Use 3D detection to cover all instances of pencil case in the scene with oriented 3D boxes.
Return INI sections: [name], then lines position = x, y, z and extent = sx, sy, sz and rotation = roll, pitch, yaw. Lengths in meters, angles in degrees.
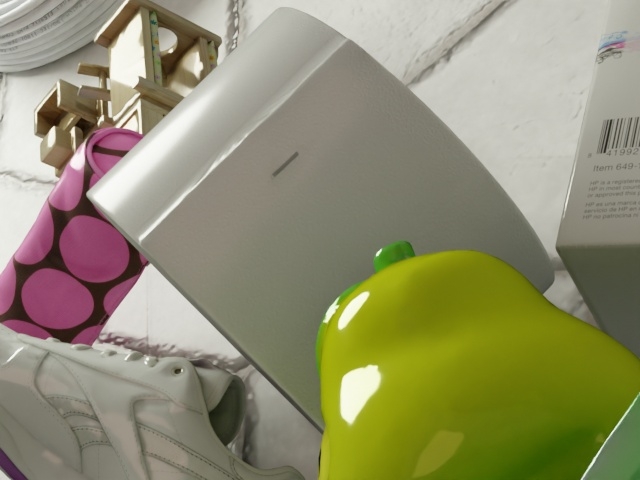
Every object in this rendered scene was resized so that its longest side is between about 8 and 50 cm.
[pencil case]
position = -0.174, 0.024, 1.063
extent = 0.209, 0.098, 0.095
rotation = -53, 3, 29

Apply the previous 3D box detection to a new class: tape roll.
[tape roll]
position = 0.000, 0.000, 0.909
extent = 0.169, 0.246, 0.246
rotation = -44, 45, -7

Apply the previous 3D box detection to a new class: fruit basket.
[fruit basket]
position = 0.099, 0.174, 0.624
extent = 0.392, 0.392, 0.283
rotation = 23, 71, 41

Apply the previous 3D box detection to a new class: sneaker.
[sneaker]
position = -0.140, 0.122, 0.987
extent = 0.305, 0.114, 0.152
rotation = 38, 74, 24

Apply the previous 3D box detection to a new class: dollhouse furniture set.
[dollhouse furniture set]
position = -0.151, -0.071, 1.191
extent = 0.161, 0.101, 0.182
rotation = -43, 40, 32

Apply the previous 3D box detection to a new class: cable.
[cable]
position = -0.263, -0.278, 1.401
extent = 0.257, 0.089, 0.257
rotation = -33, 46, 7

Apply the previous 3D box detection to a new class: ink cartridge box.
[ink cartridge box]
position = 0.258, -0.049, 0.836
extent = 0.171, 0.168, 0.232
rotation = -1, 56, 31
